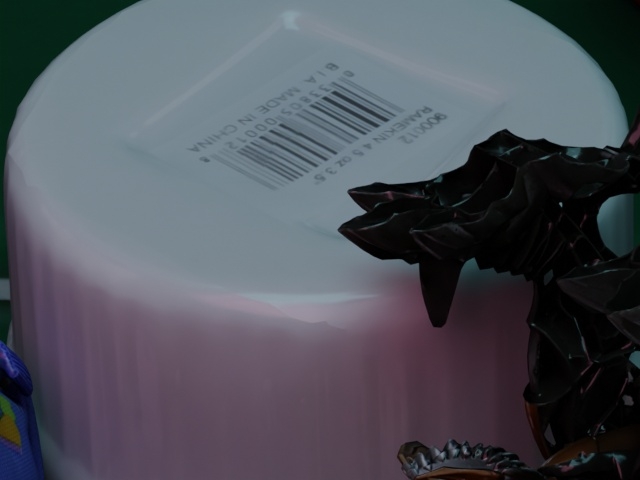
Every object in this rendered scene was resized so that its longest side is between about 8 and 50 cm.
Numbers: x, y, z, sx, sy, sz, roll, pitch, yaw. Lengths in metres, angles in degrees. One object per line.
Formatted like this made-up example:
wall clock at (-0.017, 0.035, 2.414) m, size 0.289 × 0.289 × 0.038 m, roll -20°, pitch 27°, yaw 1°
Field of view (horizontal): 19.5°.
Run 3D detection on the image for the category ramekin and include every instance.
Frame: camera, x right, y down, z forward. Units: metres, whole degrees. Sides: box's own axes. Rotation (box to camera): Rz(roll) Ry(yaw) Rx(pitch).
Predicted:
ramekin at (0.000, 0.000, 0.771) m, size 0.277 × 0.135 × 0.277 m, roll -1°, pitch 38°, yaw 1°

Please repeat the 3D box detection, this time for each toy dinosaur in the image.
toy dinosaur at (0.110, 0.075, 0.619) m, size 0.164 × 0.218 × 0.322 m, roll -1°, pitch 29°, yaw 37°

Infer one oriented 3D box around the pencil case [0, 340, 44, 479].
pencil case at (-0.252, 0.085, 0.681) m, size 0.306 × 0.119 × 0.133 m, roll 1°, pitch 75°, yaw 2°

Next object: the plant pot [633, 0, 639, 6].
plant pot at (0.277, -0.215, 0.951) m, size 0.236 × 0.267 × 0.267 m, roll -26°, pitch 43°, yaw -10°
